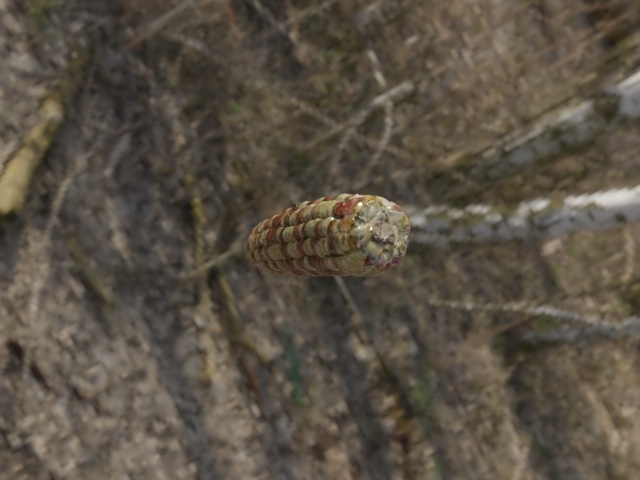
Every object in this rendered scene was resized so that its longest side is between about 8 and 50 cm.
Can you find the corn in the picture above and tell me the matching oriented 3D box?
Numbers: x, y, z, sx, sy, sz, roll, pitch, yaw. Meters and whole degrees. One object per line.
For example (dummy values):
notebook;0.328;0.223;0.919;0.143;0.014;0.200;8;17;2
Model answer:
corn;0.000;0.000;1.337;0.079;0.079;0.237;57;-25;-12
